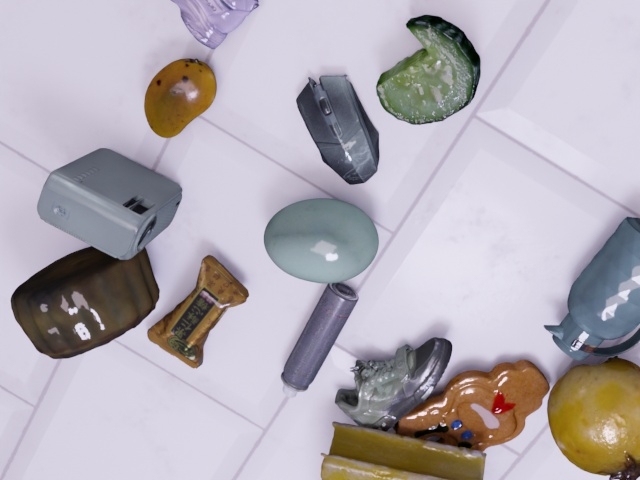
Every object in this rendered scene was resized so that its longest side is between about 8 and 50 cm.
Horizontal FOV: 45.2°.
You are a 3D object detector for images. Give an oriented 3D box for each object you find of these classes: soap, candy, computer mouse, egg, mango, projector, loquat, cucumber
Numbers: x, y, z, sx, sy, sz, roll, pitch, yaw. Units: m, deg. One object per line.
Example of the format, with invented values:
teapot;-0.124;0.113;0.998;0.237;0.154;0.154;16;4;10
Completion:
soap;0.168;0.555;1.614;0.335;0.156;0.293;9;115;13
candy;-0.263;0.166;1.659;0.143;0.101;0.271;41;117;1
computer mouse;0.036;-0.213;1.483;0.126;0.071;0.231;-22;103;17
egg;0.000;0.000;1.511;0.230;0.168;0.168;4;109;13
mango;-0.282;-0.284;1.512;0.178;0.090;0.115;-35;107;27
projector;-0.406;-0.074;1.518;0.198;0.250;0.108;26;111;0
loquat;0.562;0.351;1.494;0.243;0.244;0.244;3;109;10
cucumber;0.202;-0.301;1.399;0.191;0.130;0.191;6;111;16

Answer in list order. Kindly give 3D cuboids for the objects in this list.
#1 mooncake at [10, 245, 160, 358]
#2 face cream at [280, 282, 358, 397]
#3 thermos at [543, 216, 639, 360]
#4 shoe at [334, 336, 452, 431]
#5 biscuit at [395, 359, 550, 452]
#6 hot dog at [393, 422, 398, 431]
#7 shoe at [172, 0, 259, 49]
mooncake;-0.475;0.120;1.580;0.290;0.290;0.161;-16;107;15
face cream;-0.010;0.218;1.640;0.073;0.073;0.283;27;111;0
thermos;0.568;0.109;1.462;0.182;0.145;0.286;25;114;-13
shoe;0.139;0.287;1.614;0.149;0.109;0.293;33;116;-8
biscuit;0.327;0.370;1.624;0.334;0.047;0.202;-36;111;15
hot dog;0.219;0.389;1.681;0.137;0.028;0.044;-27;109;17
shoe;-0.224;-0.491;1.429;0.137;0.095;0.245;-30;105;15
